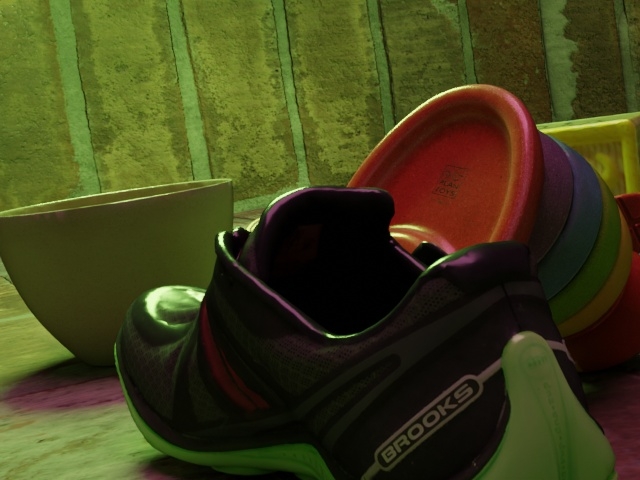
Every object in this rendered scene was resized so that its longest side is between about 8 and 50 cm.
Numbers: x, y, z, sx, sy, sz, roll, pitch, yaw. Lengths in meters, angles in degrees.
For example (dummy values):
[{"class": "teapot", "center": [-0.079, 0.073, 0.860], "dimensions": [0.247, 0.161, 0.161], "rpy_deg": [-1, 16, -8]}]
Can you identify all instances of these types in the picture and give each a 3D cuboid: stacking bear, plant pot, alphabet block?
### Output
[{"class": "stacking bear", "center": [0.176, 0.016, 0.821], "dimensions": [0.289, 0.164, 0.175], "rpy_deg": [34, -9, -39]}, {"class": "plant pot", "center": [-0.231, 0.040, 1.214], "dimensions": [0.284, 0.191, 0.284], "rpy_deg": [-8, 7, 1]}, {"class": "alphabet block", "center": [0.366, -0.072, 1.435], "dimensions": [0.192, 0.193, 0.197], "rpy_deg": [-7, 7, 26]}]

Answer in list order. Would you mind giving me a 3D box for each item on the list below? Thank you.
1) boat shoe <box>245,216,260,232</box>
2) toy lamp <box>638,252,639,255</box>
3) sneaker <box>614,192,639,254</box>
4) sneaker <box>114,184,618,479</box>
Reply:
[{"class": "boat shoe", "center": [0.000, 0.000, 1.766], "dimensions": [0.285, 0.104, 0.089], "rpy_deg": [-6, -33, -24]}, {"class": "toy lamp", "center": [0.376, 0.027, 1.069], "dimensions": [0.080, 0.080, 0.275], "rpy_deg": [-5, 8, 28]}, {"class": "sneaker", "center": [0.272, 0.011, 1.162], "dimensions": [0.221, 0.087, 0.128], "rpy_deg": [-25, 8, -14]}, {"class": "sneaker", "center": [-0.001, 0.061, 0.693], "dimensions": [0.185, 0.202, 0.483], "rpy_deg": [-14, 9, -34]}]
